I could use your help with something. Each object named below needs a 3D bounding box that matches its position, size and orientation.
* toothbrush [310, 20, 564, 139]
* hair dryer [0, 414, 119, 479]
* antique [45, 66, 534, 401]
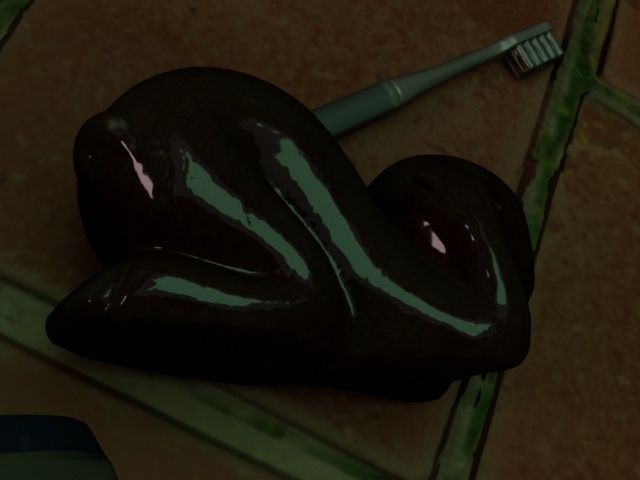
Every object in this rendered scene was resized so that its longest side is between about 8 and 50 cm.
[{"bbox_3d":[0.024,-0.074,0.688,0.342,0.025,0.030,-24,78,-32],"label":"toothbrush"},{"bbox_3d":[-0.173,0.240,0.412,0.298,0.119,0.296,-22,78,-15],"label":"hair dryer"},{"bbox_3d":[0.000,0.000,0.576,0.257,0.121,0.143,11,66,-20],"label":"antique"}]
